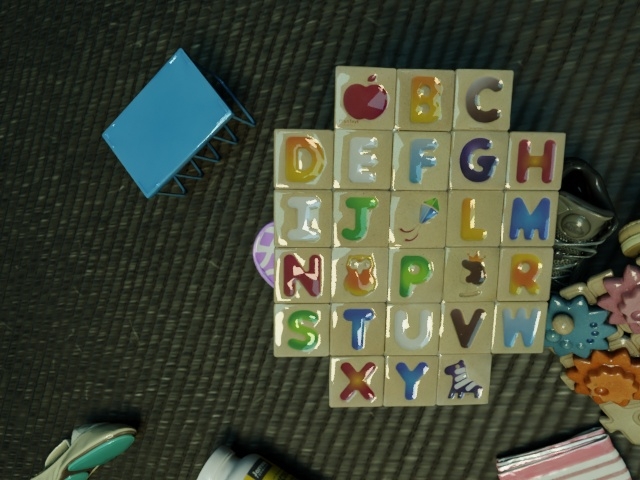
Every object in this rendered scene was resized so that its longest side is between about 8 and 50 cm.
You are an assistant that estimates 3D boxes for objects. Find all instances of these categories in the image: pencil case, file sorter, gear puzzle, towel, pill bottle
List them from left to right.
[{"bbox_3d":[-0.197,-0.159,0.681,0.170,0.104,0.118,-40,81,15],"label":"file sorter"},{"bbox_3d":[-0.084,0.374,0.669,0.184,0.103,0.103,25,99,14],"label":"pill bottle"},{"bbox_3d":[0.000,0.000,0.576,0.086,0.206,0.088,47,113,8],"label":"pencil case"},{"bbox_3d":[0.326,0.344,0.583,0.144,0.029,0.197,-27,87,16],"label":"towel"},{"bbox_3d":[0.373,0.172,0.502,0.339,0.044,0.175,47,130,-9],"label":"gear puzzle"}]

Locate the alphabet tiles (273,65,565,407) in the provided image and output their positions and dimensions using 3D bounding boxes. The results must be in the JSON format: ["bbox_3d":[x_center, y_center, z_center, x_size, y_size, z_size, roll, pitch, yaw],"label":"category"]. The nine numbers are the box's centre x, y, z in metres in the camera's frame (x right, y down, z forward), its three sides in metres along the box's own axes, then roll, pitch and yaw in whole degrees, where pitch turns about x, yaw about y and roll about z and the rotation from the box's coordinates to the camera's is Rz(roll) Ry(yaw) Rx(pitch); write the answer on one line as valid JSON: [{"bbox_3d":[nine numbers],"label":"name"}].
[{"bbox_3d":[0.096,0.006,0.470,0.285,0.011,0.342,0,99,-3],"label":"alphabet tiles"}]

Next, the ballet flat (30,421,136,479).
[{"bbox_3d":[-0.404,0.358,0.786,0.248,0.086,0.086,-43,80,15],"label":"ballet flat"}]

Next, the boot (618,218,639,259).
[{"bbox_3d":[0.378,-0.078,0.486,0.213,0.077,0.165,-17,72,-6],"label":"boot"}]

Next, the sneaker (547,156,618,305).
[{"bbox_3d":[0.264,0.016,0.534,0.087,0.130,0.227,14,99,18],"label":"sneaker"}]
